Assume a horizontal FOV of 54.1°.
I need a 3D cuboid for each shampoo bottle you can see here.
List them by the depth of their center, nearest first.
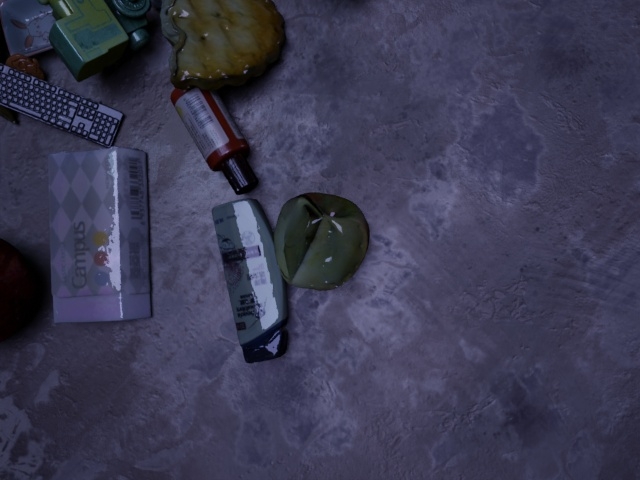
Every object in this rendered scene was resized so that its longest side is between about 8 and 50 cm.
[{"bbox_3d":[-0.146,0.087,1.406,0.134,0.078,0.359,-14,85,17],"label":"shampoo bottle"},{"bbox_3d":[-0.232,-0.232,1.426,0.104,0.104,0.278,-31,83,4],"label":"shampoo bottle"}]

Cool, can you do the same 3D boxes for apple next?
[{"bbox_3d":[0.000,0.000,1.354,0.207,0.174,0.188,22,117,8],"label":"apple"}]

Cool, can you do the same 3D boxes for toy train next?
[{"bbox_3d":[-0.547,-0.568,1.396,0.237,0.150,0.369,-38,98,-27],"label":"toy train"}]

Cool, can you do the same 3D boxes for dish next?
[{"bbox_3d":[-0.641,-0.528,1.512,0.234,0.064,0.154,-16,85,7],"label":"dish"}]

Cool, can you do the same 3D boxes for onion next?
[{"bbox_3d":[-0.784,0.116,1.401,0.276,0.276,0.276,0,87,7],"label":"onion"}]

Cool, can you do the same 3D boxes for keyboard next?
[{"bbox_3d":[-0.629,-0.322,1.488,0.309,0.018,0.101,22,91,-6],"label":"keyboard"}]

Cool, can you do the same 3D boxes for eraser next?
[{"bbox_3d":[-0.511,-0.011,1.457,0.213,0.082,0.397,-4,86,7],"label":"eraser"}]

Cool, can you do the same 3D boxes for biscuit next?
[{"bbox_3d":[-0.254,-0.471,1.413,0.329,0.078,0.335,33,64,2],"label":"biscuit"},{"bbox_3d":[-0.705,-0.409,1.503,0.078,0.091,0.015,-26,50,22],"label":"biscuit"}]

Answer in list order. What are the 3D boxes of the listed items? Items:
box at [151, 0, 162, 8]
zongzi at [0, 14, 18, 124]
[{"bbox_3d":[-0.428,-0.698,1.467,0.142,0.044,0.285,-40,101,8],"label":"box"},{"bbox_3d":[-0.788,-0.434,1.514,0.242,0.112,0.221,33,84,-10],"label":"zongzi"}]
